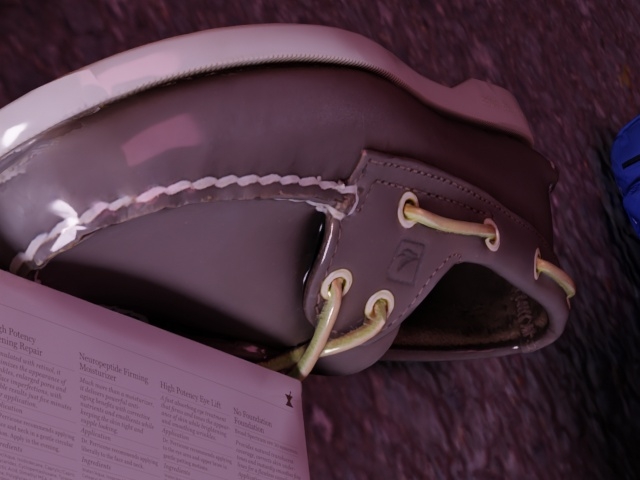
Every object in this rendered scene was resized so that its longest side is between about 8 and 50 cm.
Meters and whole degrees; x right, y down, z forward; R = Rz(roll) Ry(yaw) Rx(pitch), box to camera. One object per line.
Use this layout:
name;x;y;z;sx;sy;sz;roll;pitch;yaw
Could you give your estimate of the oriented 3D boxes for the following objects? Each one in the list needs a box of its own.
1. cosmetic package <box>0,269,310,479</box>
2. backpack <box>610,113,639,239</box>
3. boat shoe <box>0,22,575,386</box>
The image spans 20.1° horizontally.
cosmetic package;-0.095;0.062;0.478;0.239;0.060;0.099;26;50;-46
backpack;0.212;-0.024;0.964;0.101;0.098;0.120;-8;77;-58
boat shoe;0.000;0.000;0.618;0.324;0.116;0.097;2;64;-62
